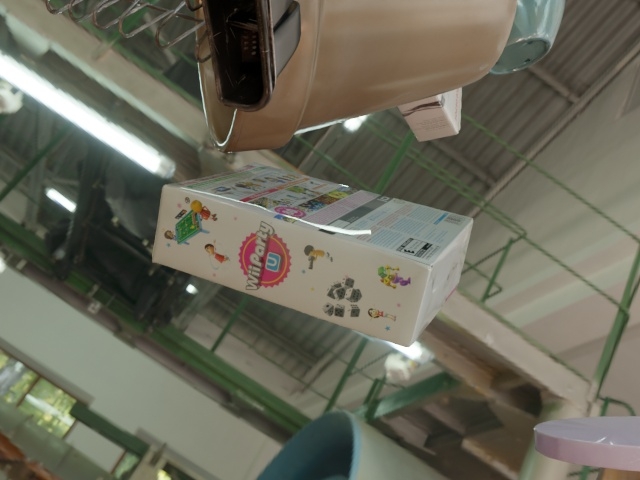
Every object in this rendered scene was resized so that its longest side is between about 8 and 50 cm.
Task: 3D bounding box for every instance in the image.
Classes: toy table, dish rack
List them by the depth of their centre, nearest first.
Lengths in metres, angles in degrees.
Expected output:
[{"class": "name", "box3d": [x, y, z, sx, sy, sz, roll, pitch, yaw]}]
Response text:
[{"class": "dish rack", "box3d": [-0.134, -0.213, 0.467, 0.271, 0.074, 0.208, 22, -38, 21]}, {"class": "toy table", "box3d": [0.387, 0.295, 0.857, 0.274, 0.161, 0.252, -1, -2, 25]}]

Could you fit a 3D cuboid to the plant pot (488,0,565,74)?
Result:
[{"class": "plant pot", "box3d": [0.363, -0.449, 1.501, 0.290, 0.195, 0.290, -13, -16, -4]}]

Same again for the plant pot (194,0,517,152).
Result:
[{"class": "plant pot", "box3d": [0.030, -0.251, 0.760, 0.280, 0.323, 0.323, -2, -27, -16]}]

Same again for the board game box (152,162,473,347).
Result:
[{"class": "board game box", "box3d": [0.000, 0.000, 0.867, 0.303, 0.224, 0.098, 17, -72, 18]}]

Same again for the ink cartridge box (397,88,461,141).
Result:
[{"class": "ink cartridge box", "box3d": [0.136, -0.223, 1.019, 0.063, 0.109, 0.150, -10, -38, 28]}]
